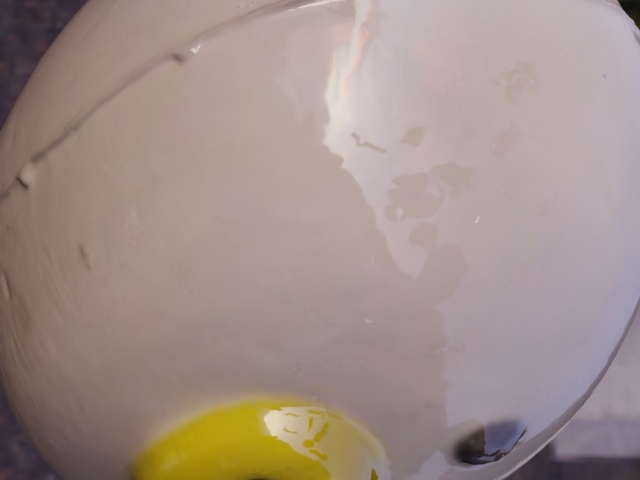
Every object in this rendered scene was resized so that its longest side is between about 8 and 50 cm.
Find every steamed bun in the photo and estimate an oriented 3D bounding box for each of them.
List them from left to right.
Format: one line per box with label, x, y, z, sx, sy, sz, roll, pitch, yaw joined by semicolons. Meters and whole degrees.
steamed bun;-0.001;-0.006;0.963;0.374;0.334;0.334;-41;-151;48
